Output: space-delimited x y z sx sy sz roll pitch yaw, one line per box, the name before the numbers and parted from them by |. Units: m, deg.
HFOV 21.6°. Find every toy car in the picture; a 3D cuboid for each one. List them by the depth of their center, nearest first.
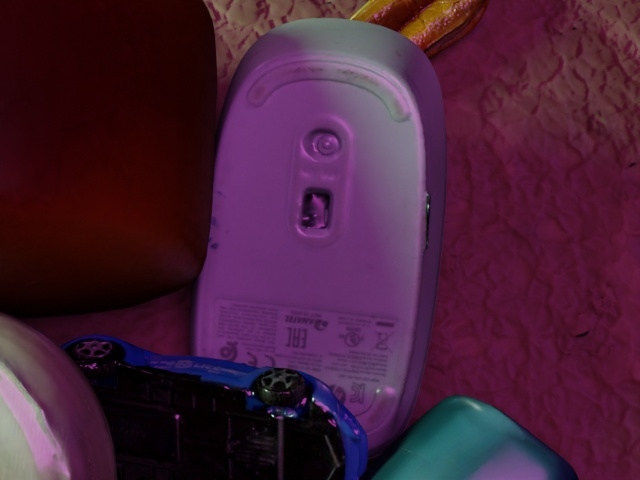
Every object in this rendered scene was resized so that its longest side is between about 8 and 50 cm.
toy car | -0.074 0.112 1.043 0.216 0.063 0.103 8 117 12

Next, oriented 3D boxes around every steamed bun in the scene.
steamed bun | -0.248 -0.077 0.997 0.379 0.248 0.235 2 75 -10

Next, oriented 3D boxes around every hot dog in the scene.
hot dog | 0.063 -0.153 1.187 0.144 0.038 0.062 -39 89 -15

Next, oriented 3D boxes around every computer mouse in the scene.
computer mouse | 0.001 -0.001 1.103 0.159 0.097 0.288 6 96 5

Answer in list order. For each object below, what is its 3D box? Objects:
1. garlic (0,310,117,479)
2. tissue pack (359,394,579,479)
garlic | -0.241 0.152 0.962 0.237 0.210 0.292 -33 92 -24
tissue pack | 0.130 0.249 1.017 0.287 0.198 0.206 38 84 -3
